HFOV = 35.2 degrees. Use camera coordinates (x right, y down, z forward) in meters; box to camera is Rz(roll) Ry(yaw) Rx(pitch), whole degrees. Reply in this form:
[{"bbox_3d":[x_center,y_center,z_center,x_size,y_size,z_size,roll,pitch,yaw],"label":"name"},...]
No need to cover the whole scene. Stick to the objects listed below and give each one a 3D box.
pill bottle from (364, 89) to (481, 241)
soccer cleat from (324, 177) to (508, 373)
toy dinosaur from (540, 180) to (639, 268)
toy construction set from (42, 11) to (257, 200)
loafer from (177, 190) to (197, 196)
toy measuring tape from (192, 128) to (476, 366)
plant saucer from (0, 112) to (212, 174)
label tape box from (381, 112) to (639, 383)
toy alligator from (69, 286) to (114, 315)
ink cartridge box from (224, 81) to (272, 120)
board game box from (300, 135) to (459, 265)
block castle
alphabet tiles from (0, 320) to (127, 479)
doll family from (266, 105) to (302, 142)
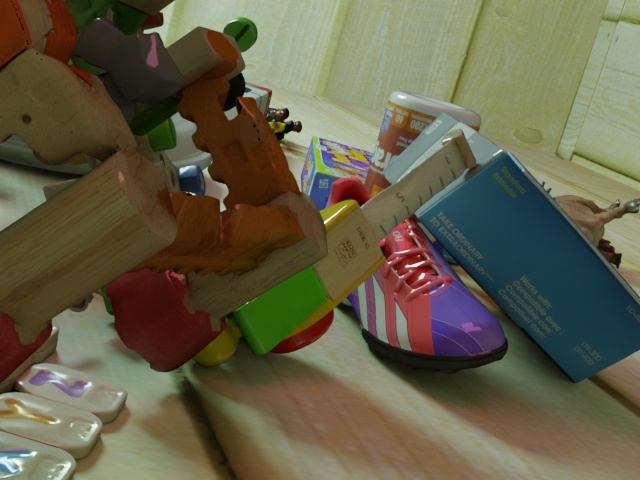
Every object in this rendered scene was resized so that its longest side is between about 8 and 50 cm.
[{"bbox_3d":[0.119,-0.073,1.290,0.121,0.216,0.121,15,12,-3],"label":"pill bottle"},{"bbox_3d":[0.075,0.029,0.984,0.108,0.116,0.318,-8,20,-19],"label":"soccer cleat"},{"bbox_3d":[0.413,-0.032,1.715,0.200,0.127,0.296,10,7,4],"label":"toy dinosaur"},{"bbox_3d":[-0.252,-0.129,1.054,0.308,0.257,0.237,15,23,1],"label":"toy construction set"},{"bbox_3d":[-0.115,0.003,0.965,0.251,0.087,0.094,6,16,-37],"label":"loafer"},{"bbox_3d":[0.000,0.000,0.877,0.121,0.121,0.330,25,50,34],"label":"toy measuring tape"},{"bbox_3d":[-0.340,-0.189,1.407,0.400,0.101,0.400,12,17,-4],"label":"plant saucer"},{"bbox_3d":[0.203,0.012,1.040,0.249,0.115,0.348,45,8,-14],"label":"label tape box"},{"bbox_3d":[-0.151,0.046,0.837,0.051,0.056,0.189,-26,-13,35],"label":"toy alligator"},{"bbox_3d":[-0.207,-0.235,1.802,0.197,0.114,0.273,17,14,1],"label":"ink cartridge box"},{"bbox_3d":[0.091,-0.070,1.553,0.233,0.078,0.347,15,13,-5],"label":"board game box"},{"bbox_3d":[-0.211,-0.128,0.667,0.453,0.212,0.303,64,18,12],"label":"block castle"},{"bbox_3d":[-0.267,0.078,0.614,0.278,0.021,0.284,16,13,1],"label":"alphabet tiles"},{"bbox_3d":[-0.097,-0.238,2.037,0.111,0.076,0.193,-3,17,4],"label":"doll family"}]
